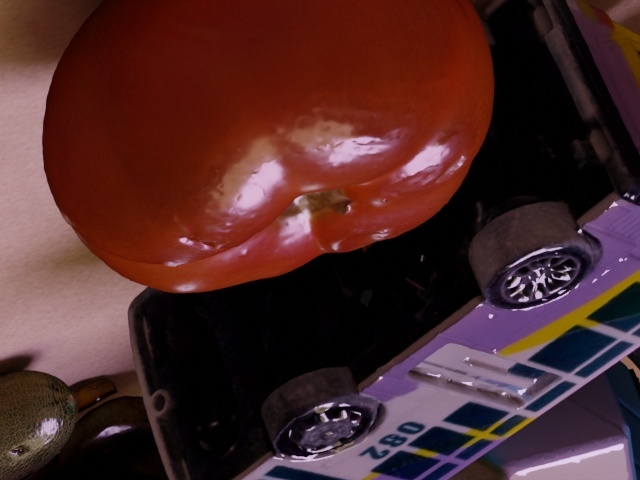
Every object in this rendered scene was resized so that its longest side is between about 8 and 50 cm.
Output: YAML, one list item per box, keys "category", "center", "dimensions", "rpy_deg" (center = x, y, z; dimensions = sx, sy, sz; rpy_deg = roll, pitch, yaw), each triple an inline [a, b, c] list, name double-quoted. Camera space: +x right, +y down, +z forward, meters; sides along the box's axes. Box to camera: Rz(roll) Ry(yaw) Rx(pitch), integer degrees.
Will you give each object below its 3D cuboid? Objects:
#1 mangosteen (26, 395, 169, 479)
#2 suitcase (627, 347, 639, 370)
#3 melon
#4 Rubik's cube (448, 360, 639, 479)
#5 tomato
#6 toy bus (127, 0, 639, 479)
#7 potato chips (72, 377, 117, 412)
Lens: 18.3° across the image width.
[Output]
- category: "mangosteen"
  center: [-0.204, 0.361, 1.898]
  dimensions: [0.382, 0.435, 0.382]
  rpy_deg: [0, 139, 0]
- category: "suitcase"
  center: [0.342, 0.033, 1.651]
  dimensions: [0.188, 0.339, 0.345]
  rpy_deg: [-53, 128, -11]
- category: "melon"
  center: [-0.281, 0.167, 1.729]
  dimensions: [0.162, 0.099, 0.099]
  rpy_deg: [-30, 164, 24]
- category: "Rubik's cube"
  center: [0.129, 0.217, 1.766]
  dimensions: [0.368, 0.387, 0.358]
  rpy_deg: [-14, 127, 2]
- category: "tomato"
  center: [-0.034, -0.080, 1.119]
  dimensions: [0.259, 0.180, 0.260]
  rpy_deg: [-22, 162, -8]
- category: "toy bus"
  center: [0.085, 0.031, 1.471]
  dimensions: [0.440, 0.209, 0.249]
  rpy_deg: [-39, 144, 28]
- category: "potato chips"
  center: [-0.288, 0.182, 1.904]
  dimensions: [0.204, 0.026, 0.037]
  rpy_deg: [-29, 175, 14]
